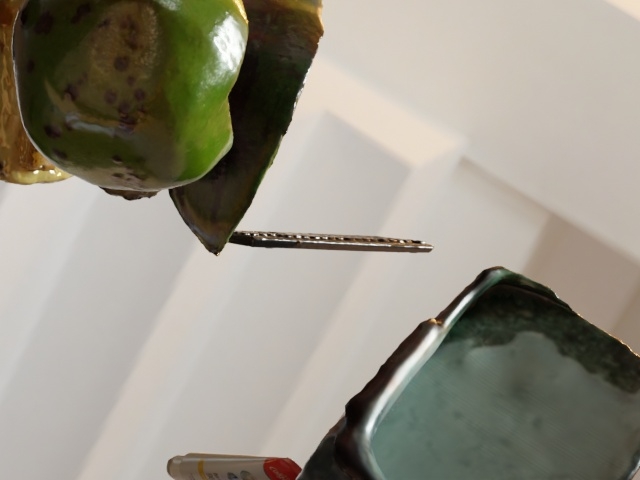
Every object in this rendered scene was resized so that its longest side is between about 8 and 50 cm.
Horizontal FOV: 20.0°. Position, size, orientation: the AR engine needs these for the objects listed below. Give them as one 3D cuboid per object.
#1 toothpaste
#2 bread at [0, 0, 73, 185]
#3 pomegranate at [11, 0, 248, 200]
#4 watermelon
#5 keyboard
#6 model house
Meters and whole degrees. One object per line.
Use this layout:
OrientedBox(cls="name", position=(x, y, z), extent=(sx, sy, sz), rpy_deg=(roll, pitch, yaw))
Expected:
OrientedBox(cls="toothpaste", position=(-0.079, 0.216, 1.702), extent=(0.190, 0.048, 0.031), rpy_deg=(-6, -134, 48))
OrientedBox(cls="bread", position=(-0.271, -0.168, 1.967), extent=(0.235, 0.099, 0.210), rpy_deg=(-19, 119, -65))
OrientedBox(cls="pomegranate", position=(-0.119, -0.085, 1.053), extent=(0.122, 0.143, 0.169), rpy_deg=(-36, 156, -51))
OrientedBox(cls="watermelon", position=(-0.061, -0.120, 1.356), extent=(0.301, 0.123, 0.129), rpy_deg=(-83, 177, -50))
OrientedBox(cls="keyboard", position=(0.000, 0.000, 1.409), extent=(0.202, 0.067, 0.011), rpy_deg=(2, 95, -45))
OrientedBox(cls="model house", position=(0.080, 0.186, 1.335), extent=(0.253, 0.184, 0.291), rpy_deg=(-45, 176, -40))
